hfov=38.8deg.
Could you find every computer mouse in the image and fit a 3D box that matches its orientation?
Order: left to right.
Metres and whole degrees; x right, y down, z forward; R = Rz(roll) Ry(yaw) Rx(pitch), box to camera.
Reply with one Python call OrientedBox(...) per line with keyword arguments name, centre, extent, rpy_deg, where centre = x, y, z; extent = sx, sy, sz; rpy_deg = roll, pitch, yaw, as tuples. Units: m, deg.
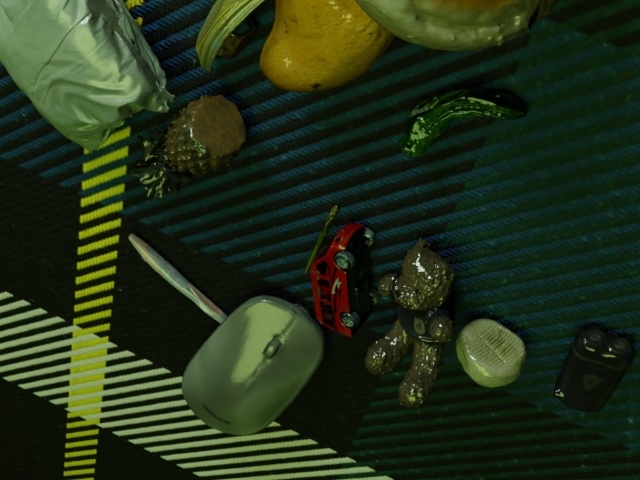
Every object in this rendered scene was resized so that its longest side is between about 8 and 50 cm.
OrientedBox(name="computer mouse", centre=(-0.127, 0.236, 1.649), extent=(0.197, 0.095, 0.331), rpy_deg=(32, 122, -9))

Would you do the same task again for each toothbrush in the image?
OrientedBox(name="toothbrush", centre=(-0.212, 0.118, 1.674), extent=(0.375, 0.028, 0.037), rpy_deg=(43, 126, -10))

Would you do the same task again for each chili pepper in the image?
OrientedBox(name="chili pepper", centre=(0.185, -0.170, 1.236), extent=(0.182, 0.050, 0.073), rpy_deg=(-16, 110, 32))

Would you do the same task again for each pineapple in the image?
OrientedBox(name="pineapple", centre=(-0.221, -0.140, 1.435), extent=(0.125, 0.125, 0.251), rpy_deg=(47, 141, -14))

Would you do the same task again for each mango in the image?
OrientedBox(name="mango", centre=(0.024, -0.312, 1.160), extent=(0.177, 0.120, 0.295), rpy_deg=(26, 135, -5))

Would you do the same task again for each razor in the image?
OrientedBox(name="razor", centre=(0.420, 0.201, 1.404), extent=(0.090, 0.054, 0.148), rpy_deg=(21, 133, 11))

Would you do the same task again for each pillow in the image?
OrientedBox(name="pillow", centre=(-0.379, -0.286, 1.371), extent=(0.283, 0.138, 0.310), rpy_deg=(-15, 116, 44))

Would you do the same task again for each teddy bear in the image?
OrientedBox(name="teddy bear", centre=(0.155, 0.121, 1.429), extent=(0.182, 0.129, 0.251), rpy_deg=(33, 123, 38))

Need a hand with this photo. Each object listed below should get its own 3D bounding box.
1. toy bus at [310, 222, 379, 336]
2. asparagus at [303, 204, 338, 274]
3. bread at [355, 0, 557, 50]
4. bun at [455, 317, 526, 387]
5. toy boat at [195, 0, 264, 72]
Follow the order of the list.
OrientedBox(name="toy bus", centre=(0.036, 0.057, 1.470), extent=(0.089, 0.081, 0.195), rpy_deg=(16, 132, 27))
OrientedBox(name="asparagus", centre=(0.000, 0.000, 1.485), extent=(0.016, 0.013, 0.166), rpy_deg=(60, 143, 33))
OrientedBox(name="bread", centre=(0.140, -0.350, 0.984), extent=(0.306, 0.305, 0.159), rpy_deg=(59, 170, -22))
OrientedBox(name="bun", centre=(0.265, 0.180, 1.433), extent=(0.115, 0.115, 0.069), rpy_deg=(25, 140, 7))
OrientedBox(name="toy boat", centre=(-0.123, -0.303, 1.278), extent=(0.066, 0.065, 0.172), rpy_deg=(23, 137, -22))
